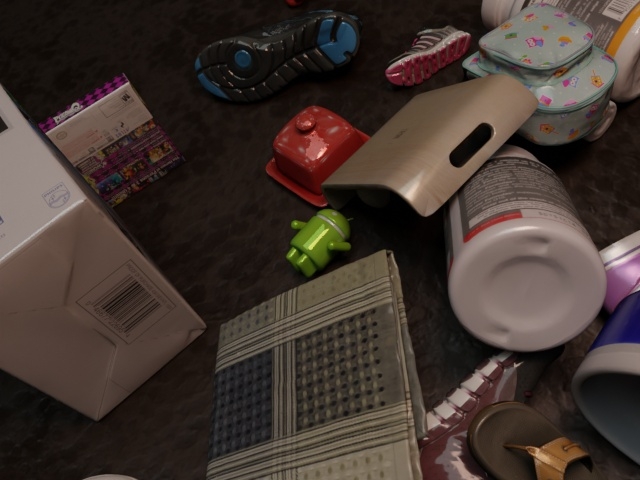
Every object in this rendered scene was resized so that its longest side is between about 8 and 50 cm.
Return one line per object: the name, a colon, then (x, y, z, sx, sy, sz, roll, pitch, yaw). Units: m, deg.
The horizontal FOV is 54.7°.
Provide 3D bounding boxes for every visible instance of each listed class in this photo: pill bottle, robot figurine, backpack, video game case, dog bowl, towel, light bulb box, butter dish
pill bottle: (0.234, -0.009, 0.761, 0.161, 0.161, 0.283, -8, 26, 14)
pill bottle: (0.385, -0.209, 0.954, 0.067, 0.067, 0.120, -39, 55, -8)
robot figurine: (0.000, 0.000, 0.951, 0.115, 0.067, 0.101, -48, 44, -14)
pill bottle: (0.403, -0.346, 0.980, 0.162, 0.162, 0.278, -41, 54, -9)
backpack: (0.313, -0.229, 0.868, 0.165, 0.144, 0.188, -35, 62, -17)
video game case: (-0.386, -0.153, 1.094, 0.232, 0.210, 0.042, -33, 54, -3)
dog bowl: (0.389, 0.164, 0.592, 0.264, 0.265, 0.104, 28, 68, 31)
towel: (-0.016, 0.197, 0.789, 0.324, 0.056, 0.312, -26, 47, 29)
light bulb box: (-0.405, 0.014, 0.902, 0.225, 0.358, 0.361, -40, 56, -11)
butter dish: (-0.009, -0.163, 1.029, 0.159, 0.118, 0.160, 35, 75, 34)

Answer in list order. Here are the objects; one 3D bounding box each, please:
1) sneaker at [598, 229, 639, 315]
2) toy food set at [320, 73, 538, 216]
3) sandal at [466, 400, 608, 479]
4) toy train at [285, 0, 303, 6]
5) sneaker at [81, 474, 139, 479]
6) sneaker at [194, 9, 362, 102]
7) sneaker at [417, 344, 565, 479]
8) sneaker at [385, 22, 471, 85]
sneaker: (0.486, 0.031, 0.755, 0.282, 0.102, 0.161, -34, 57, 9)
toy food set: (0.142, -0.118, 0.887, 0.219, 0.092, 0.306, -44, 18, -12)
sandal: (0.252, 0.249, 0.646, 0.219, 0.060, 0.090, 43, 71, -1)
toy train: (-0.065, -0.627, 1.364, 0.143, 0.105, 0.248, -29, 53, -14)
sneaker: (-0.252, 0.347, 0.797, 0.212, 0.094, 0.080, 7, 63, 23)
sneaker: (-0.078, -0.360, 1.202, 0.340, 0.125, 0.140, -7, 29, 18)
sneaker: (0.209, 0.239, 0.718, 0.281, 0.106, 0.162, -40, 61, 2)
sneaker: (0.182, -0.338, 1.112, 0.170, 0.063, 0.075, -30, 54, -8)
